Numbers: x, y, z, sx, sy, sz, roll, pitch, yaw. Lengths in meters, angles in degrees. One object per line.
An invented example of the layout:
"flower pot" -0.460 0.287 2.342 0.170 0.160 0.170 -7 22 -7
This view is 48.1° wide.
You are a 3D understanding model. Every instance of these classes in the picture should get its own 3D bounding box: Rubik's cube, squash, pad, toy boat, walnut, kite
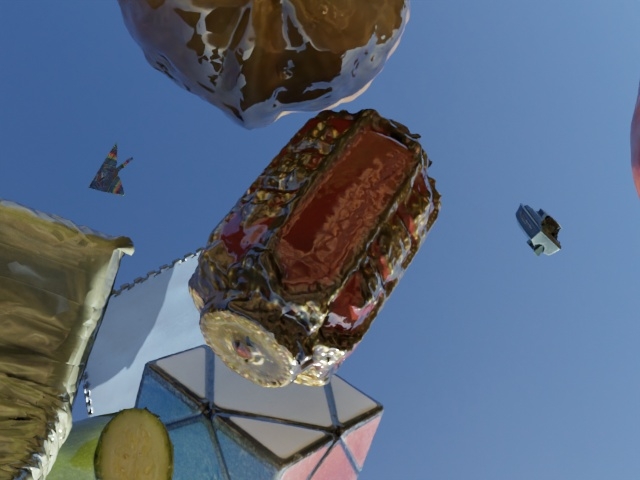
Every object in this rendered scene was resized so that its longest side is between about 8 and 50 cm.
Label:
"Rubik's cube" -0.085 0.248 0.823 0.205 0.205 0.207 28 -157 29
"squash" -0.238 0.215 0.663 0.094 0.224 0.094 31 -130 -46
"pad" -0.231 0.137 1.056 0.269 0.269 0.012 -28 -128 -37
"toy boat" 0.365 -0.028 1.220 0.055 0.060 0.141 39 -162 -19
"walnut" -0.061 -0.269 0.767 0.305 0.344 0.306 0 -88 -9
"kite" -0.336 -0.106 1.152 0.004 0.090 0.122 47 -167 -51

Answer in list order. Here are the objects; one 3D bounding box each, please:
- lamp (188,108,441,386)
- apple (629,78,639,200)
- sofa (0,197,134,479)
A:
"lamp" 0.000 0.000 0.651 0.177 0.177 0.274 44 -127 -13
"apple" 0.347 -0.068 0.577 0.251 0.163 0.293 28 -133 -10
"sofa" -0.267 0.071 0.500 0.210 0.176 0.226 20 -93 -6
